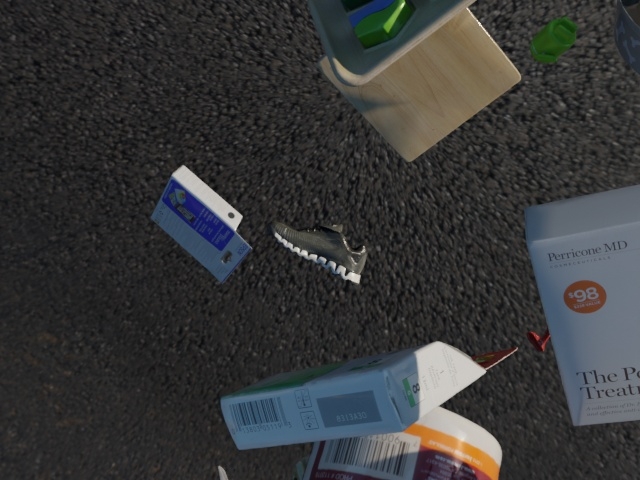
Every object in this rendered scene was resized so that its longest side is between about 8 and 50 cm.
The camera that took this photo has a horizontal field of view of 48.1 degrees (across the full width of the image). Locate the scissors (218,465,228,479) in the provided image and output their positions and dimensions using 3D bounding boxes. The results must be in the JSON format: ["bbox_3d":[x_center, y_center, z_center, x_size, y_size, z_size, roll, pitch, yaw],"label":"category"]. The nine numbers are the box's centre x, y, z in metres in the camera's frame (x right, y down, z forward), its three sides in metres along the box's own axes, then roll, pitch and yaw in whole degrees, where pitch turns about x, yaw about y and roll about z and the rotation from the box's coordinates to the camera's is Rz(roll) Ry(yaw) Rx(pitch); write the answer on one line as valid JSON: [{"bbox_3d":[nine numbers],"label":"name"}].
[{"bbox_3d":[-0.115,0.493,1.084,0.109,0.021,0.297,-49,58,13],"label":"scissors"}]

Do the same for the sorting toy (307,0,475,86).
[{"bbox_3d":[0.086,-0.261,0.713,0.208,0.193,0.038,-31,130,15],"label":"sorting toy"}]

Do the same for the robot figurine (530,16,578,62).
[{"bbox_3d":[0.481,-0.413,1.486,0.067,0.115,0.101,32,67,-6],"label":"robot figurine"}]

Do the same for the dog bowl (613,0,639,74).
[{"bbox_3d":[0.685,-0.381,1.256,0.349,0.348,0.102,2,143,4],"label":"dog bowl"}]

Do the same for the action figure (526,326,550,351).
[{"bbox_3d":[0.483,0.074,1.392,0.092,0.280,0.139,-10,116,50],"label":"action figure"}]

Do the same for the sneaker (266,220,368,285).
[{"bbox_3d":[0.000,0.000,1.544,0.234,0.078,0.106,28,94,-2],"label":"sneaker"}]

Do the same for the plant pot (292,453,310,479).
[{"bbox_3d":[0.118,0.531,1.489,0.306,0.334,0.333,-4,104,-27],"label":"plant pot"}]

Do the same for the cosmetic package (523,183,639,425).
[{"bbox_3d":[0.453,0.063,0.819,0.378,0.097,0.284,-12,115,20],"label":"cosmetic package"}]

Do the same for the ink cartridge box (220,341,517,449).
[{"bbox_3d":[0.051,0.121,0.649,0.181,0.225,0.056,-19,88,38],"label":"ink cartridge box"}]

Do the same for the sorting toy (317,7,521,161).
[{"bbox_3d":[0.174,-0.317,1.283,0.255,0.089,0.257,-36,114,25],"label":"sorting toy"}]

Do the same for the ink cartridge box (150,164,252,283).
[{"bbox_3d":[-0.233,-0.027,1.435,0.208,0.045,0.206,43,147,-2],"label":"ink cartridge box"}]

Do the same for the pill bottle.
[{"bbox_3d":[0.058,0.389,0.791,0.224,0.224,0.392,19,63,0],"label":"pill bottle"}]
